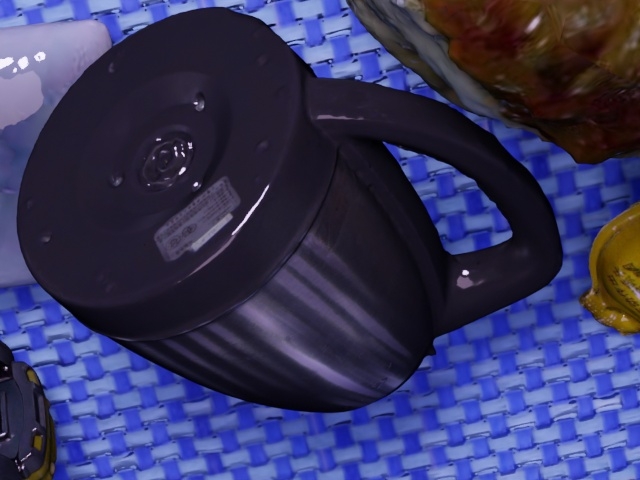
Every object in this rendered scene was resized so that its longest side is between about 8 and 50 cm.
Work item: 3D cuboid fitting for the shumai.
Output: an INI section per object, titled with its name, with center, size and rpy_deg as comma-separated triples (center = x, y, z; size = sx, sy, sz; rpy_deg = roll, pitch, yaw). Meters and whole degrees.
[shumai]
center = 0.135, -0.203, 1.022
size = 0.324, 0.323, 0.397
rpy_deg = -30, 112, 14

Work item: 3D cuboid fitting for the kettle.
[kettle]
center = -0.013, -0.002, 1.188
size = 0.251, 0.207, 0.271
rpy_deg = -45, 134, 0

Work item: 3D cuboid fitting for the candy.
[candy]
center = -0.193, -0.053, 1.221
size = 0.138, 0.071, 0.174
rpy_deg = -7, 115, -7

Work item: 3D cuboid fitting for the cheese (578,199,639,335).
[cheese]
center = 0.277, 0.001, 1.224
size = 0.156, 0.064, 0.250
rpy_deg = 34, 136, -30

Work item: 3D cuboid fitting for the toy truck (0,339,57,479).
[toy truck]
center = -0.276, 0.173, 1.300
size = 0.224, 0.147, 0.165
rpy_deg = -19, 137, 5
